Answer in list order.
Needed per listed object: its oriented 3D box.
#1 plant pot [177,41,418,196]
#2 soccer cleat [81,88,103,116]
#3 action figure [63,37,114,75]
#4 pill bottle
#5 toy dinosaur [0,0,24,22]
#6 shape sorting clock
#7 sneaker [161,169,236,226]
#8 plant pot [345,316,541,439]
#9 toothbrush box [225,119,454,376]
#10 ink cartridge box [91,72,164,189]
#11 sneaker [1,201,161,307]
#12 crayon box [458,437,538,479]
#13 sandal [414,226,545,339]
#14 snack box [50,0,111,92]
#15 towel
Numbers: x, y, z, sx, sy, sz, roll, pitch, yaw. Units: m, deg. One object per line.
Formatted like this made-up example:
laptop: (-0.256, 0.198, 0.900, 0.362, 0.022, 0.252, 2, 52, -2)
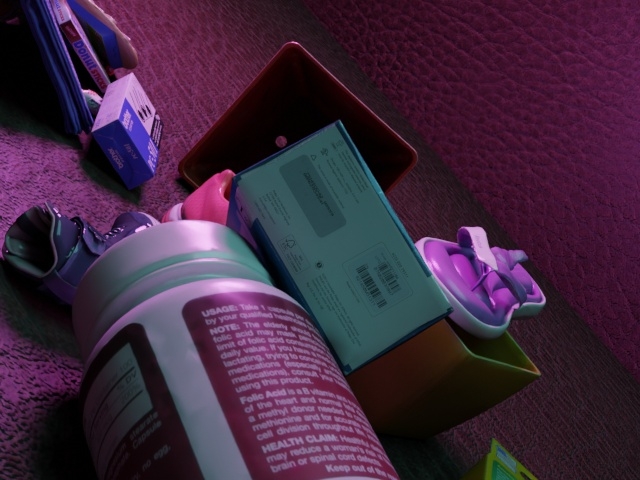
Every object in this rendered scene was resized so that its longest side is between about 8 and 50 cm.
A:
plant pot: (-0.031, -0.124, 1.665, 0.267, 0.267, 0.236, 42, 4, -1)
soccer cleat: (-0.329, -0.197, 1.520, 0.083, 0.029, 0.035, 29, 17, -51)
action figure: (-0.383, -0.305, 1.664, 0.115, 0.030, 0.038, 38, 13, -21)
pill bottle: (-0.072, 0.175, 0.851, 0.224, 0.224, 0.392, 27, 23, -42)
toy dinosaur: (-0.535, -0.430, 1.424, 0.322, 0.164, 0.218, 67, 4, -61)
shape sorting clock: (-0.372, -0.352, 1.652, 0.206, 0.040, 0.206, 41, -13, 12)
sneaker: (-0.108, 0.021, 1.295, 0.116, 0.136, 0.314, 26, 23, -41)
plant pot: (0.137, 0.159, 1.425, 0.212, 0.187, 0.212, 21, 27, -51)
toothbrush box: (0.003, 0.034, 1.086, 0.216, 0.126, 0.295, 59, -13, 8)
ink cartridge box: (-0.272, -0.160, 1.471, 0.097, 0.046, 0.207, 61, 9, -25)
sneaker: (-0.251, 0.001, 1.108, 0.163, 0.086, 0.226, 38, 18, -26)
crayon box: (0.252, 0.399, 1.279, 0.203, 0.083, 0.323, 43, 17, 1)
sandal: (0.239, 0.038, 1.446, 0.169, 0.102, 0.416, 47, 17, 15)
snack box: (-0.361, -0.298, 1.555, 0.178, 0.022, 0.064, 70, -4, -63)
towel: (-0.396, -0.323, 1.436, 0.336, 0.040, 0.243, -119, -167, -45)
